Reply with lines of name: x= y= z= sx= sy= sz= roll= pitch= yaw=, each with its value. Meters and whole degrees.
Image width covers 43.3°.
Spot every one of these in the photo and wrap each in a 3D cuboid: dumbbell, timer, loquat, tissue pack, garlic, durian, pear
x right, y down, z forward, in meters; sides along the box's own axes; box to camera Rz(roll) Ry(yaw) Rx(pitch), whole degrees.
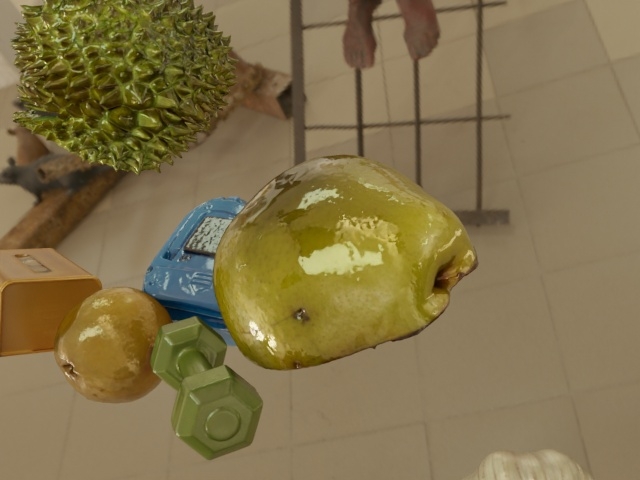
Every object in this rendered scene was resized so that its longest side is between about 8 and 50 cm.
dumbbell: x=-0.172 y=0.203 z=1.164 sx=0.302 sy=0.108 sz=0.121 roll=-145 pitch=69 yaw=-67
timer: x=-0.163 y=0.047 z=1.530 sx=0.340 sy=0.115 sz=0.309 roll=8 pitch=50 yaw=30
loquat: x=-0.349 y=0.179 z=1.388 sx=0.208 sy=0.208 sz=0.208 roll=-13 pitch=49 yaw=16
tissue pack: x=-0.554 y=0.110 z=1.553 sx=0.275 sy=0.194 sz=0.145 roll=19 pitch=105 yaw=53
garlic: x=0.279 y=0.385 z=1.015 sx=0.199 sy=0.199 sz=0.226 roll=-21 pitch=44 yaw=9
durian: x=-0.192 y=-0.175 z=0.800 sx=0.200 sy=0.176 sz=0.237 roll=13 pitch=24 yaw=17
pear: x=0.000 y=0.000 z=1.097 sx=0.387 sy=0.191 sz=0.340 roll=-8 pitch=31 yaw=42
